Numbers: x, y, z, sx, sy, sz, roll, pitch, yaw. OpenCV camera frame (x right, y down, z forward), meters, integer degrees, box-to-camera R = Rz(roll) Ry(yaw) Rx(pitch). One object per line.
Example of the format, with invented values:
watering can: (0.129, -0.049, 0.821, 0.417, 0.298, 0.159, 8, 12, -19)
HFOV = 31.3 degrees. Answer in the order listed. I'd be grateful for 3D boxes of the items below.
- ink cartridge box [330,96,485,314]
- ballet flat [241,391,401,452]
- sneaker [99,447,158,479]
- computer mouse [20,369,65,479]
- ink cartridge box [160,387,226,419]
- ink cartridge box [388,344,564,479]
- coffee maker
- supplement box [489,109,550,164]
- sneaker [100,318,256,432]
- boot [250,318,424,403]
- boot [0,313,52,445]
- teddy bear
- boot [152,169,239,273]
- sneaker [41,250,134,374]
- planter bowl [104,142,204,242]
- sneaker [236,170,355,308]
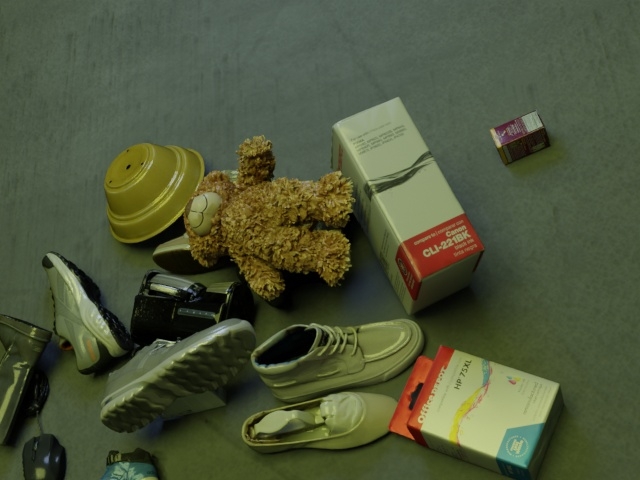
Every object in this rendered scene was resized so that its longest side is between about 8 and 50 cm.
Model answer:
ink cartridge box: (0.125, -0.050, 1.729, 0.114, 0.197, 0.273, -26, 74, -9)
ballet flat: (-0.005, 0.272, 1.717, 0.248, 0.086, 0.086, -14, 56, 15)
sneaker: (-0.333, 0.380, 1.805, 0.152, 0.058, 0.085, -23, 59, 4)
computer mouse: (-0.476, 0.318, 1.919, 0.071, 0.041, 0.242, -26, 53, 8)
ink cartridge box: (-0.215, 0.253, 1.832, 0.115, 0.063, 0.029, -15, 55, 16)
ink cartridge box: (0.214, 0.240, 1.633, 0.231, 0.078, 0.134, 16, 68, 25)
coffee maker: (-0.211, 0.142, 1.882, 0.178, 0.120, 0.171, 8, 97, 28)
supplement box: (0.325, -0.168, 1.862, 0.083, 0.055, 0.043, -23, 54, 8)
sneaker: (-0.230, 0.184, 1.770, 0.281, 0.105, 0.115, -28, 45, 12)
boot: (0.025, 0.169, 1.741, 0.258, 0.123, 0.095, -23, 54, 9)
boot: (-0.553, 0.239, 1.988, 0.189, 0.076, 0.209, 11, 82, 56)
teddy bear: (-0.088, -0.030, 1.775, 0.338, 0.113, 0.245, 26, 116, 30)
boot: (-0.188, -0.036, 1.993, 0.213, 0.077, 0.165, -14, 53, 19)
sneaker: (-0.432, 0.120, 1.989, 0.108, 0.100, 0.271, -41, 53, 2)
planter bowl: (-0.321, -0.108, 2.052, 0.217, 0.090, 0.217, -23, 41, 22)
sneaker: (0.000, 0.000, 1.883, 0.286, 0.109, 0.130, -45, 59, 4)
